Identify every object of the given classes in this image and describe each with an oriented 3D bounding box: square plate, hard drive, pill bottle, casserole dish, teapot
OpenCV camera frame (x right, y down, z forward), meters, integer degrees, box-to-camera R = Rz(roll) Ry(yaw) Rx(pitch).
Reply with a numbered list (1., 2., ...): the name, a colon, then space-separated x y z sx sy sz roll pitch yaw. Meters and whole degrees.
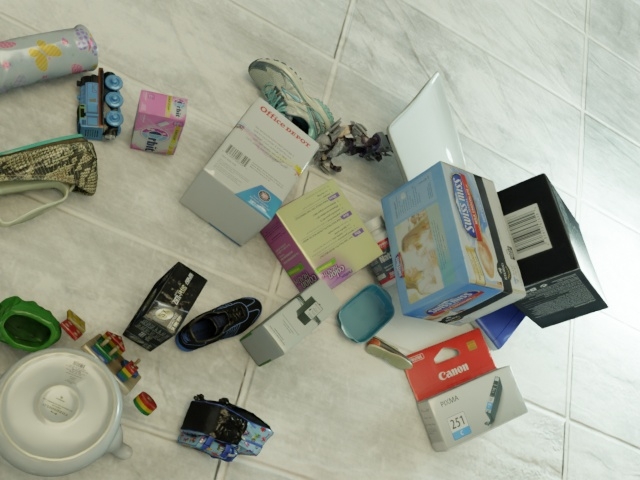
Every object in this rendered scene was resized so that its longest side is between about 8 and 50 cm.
1. square plate: 0.310 -0.265 2.039 0.347 0.049 0.344 -50 129 -39
2. hard drive: 0.473 0.138 2.057 0.210 0.040 0.318 -40 93 -35
3. pill bottle: 0.173 0.029 1.892 0.108 0.108 0.180 -26 84 -35
4. casserole dish: 0.116 0.195 1.835 0.188 0.037 0.114 -37 90 -36
5. teapot: -0.513 0.335 1.330 0.253 0.187 0.256 -18 73 -33

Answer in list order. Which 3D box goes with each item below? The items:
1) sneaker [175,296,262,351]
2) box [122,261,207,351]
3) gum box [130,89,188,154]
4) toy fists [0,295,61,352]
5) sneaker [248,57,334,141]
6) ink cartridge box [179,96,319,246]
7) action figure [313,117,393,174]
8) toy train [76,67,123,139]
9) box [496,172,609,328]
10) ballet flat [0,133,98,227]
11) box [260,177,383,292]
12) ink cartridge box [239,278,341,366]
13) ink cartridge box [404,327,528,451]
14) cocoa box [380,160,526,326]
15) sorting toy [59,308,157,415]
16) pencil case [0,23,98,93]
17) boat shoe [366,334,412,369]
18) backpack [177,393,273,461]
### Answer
1. sneaker: -0.222 0.189 1.613 0.232 0.090 0.081 -26 84 -34
2. box: -0.339 0.146 1.509 0.077 0.180 0.147 36 58 -14
3. gum box: -0.387 -0.274 1.655 0.107 0.188 0.062 9 67 -18
4. toy fists: -0.649 0.145 1.363 0.279 0.142 0.096 21 93 -20
5. sneaker: -0.093 -0.381 1.911 0.283 0.110 0.122 40 60 -9
6. ink cartridge box: -0.174 -0.168 1.721 0.198 0.197 0.270 38 57 -11
7. action figure: 0.087 -0.261 1.928 0.285 0.185 0.099 -7 72 -43
8. toy train: -0.528 -0.325 1.661 0.105 0.080 0.184 1 70 -23
9. box: 0.627 0.042 1.958 0.395 0.212 0.293 32 41 -52
10. ballet flat: -0.696 -0.113 1.443 0.483 0.164 0.182 -11 92 -35
11. box: 0.000 0.000 1.801 0.213 0.117 0.243 -33 87 -35
12. ink cartridge box: -0.070 0.195 1.660 0.208 0.153 0.087 -36 89 -36
13. ink cartridge box: 0.389 0.392 1.878 0.296 0.066 0.261 -15 79 -28
14. cocoa box: 0.333 0.014 1.795 0.228 0.231 0.347 14 56 -38
15. sorting toy: -0.428 0.238 1.449 0.046 0.132 0.274 -42 94 -2
16. pencil case: -0.654 -0.418 1.604 0.273 0.124 0.113 -26 106 -34
17. boat shoe: 0.184 0.294 1.826 0.137 0.049 0.043 28 41 -9
18. backpack: -0.198 0.416 1.502 0.173 0.158 0.117 33 65 -28
